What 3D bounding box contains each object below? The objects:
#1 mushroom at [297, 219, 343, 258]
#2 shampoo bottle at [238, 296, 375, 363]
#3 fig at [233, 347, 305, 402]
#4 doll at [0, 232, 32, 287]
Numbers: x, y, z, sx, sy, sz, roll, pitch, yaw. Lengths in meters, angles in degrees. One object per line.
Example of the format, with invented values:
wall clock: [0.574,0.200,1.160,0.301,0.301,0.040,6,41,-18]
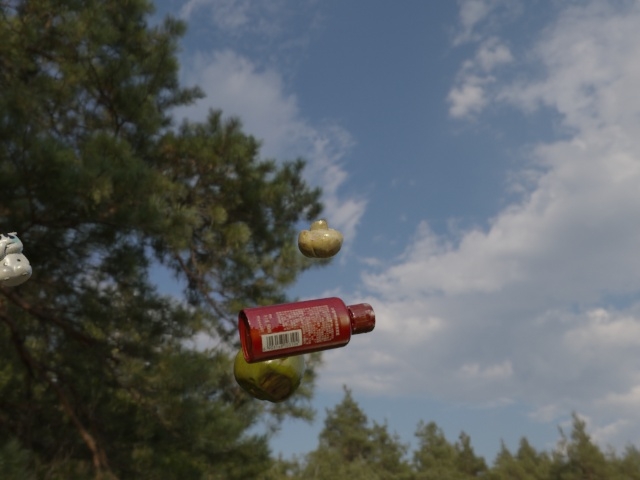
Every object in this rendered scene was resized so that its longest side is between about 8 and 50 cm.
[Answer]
mushroom: [0.000,0.000,1.793,0.147,0.112,0.148,-6,-7,-1]
shampoo bottle: [-0.026,0.191,1.336,0.314,0.118,0.076,-5,-17,-29]
fig: [-0.163,0.409,2.046,0.239,0.271,0.240,15,-35,11]
doll: [-1.015,0.059,1.957,0.110,0.181,0.107,-16,-9,-34]
